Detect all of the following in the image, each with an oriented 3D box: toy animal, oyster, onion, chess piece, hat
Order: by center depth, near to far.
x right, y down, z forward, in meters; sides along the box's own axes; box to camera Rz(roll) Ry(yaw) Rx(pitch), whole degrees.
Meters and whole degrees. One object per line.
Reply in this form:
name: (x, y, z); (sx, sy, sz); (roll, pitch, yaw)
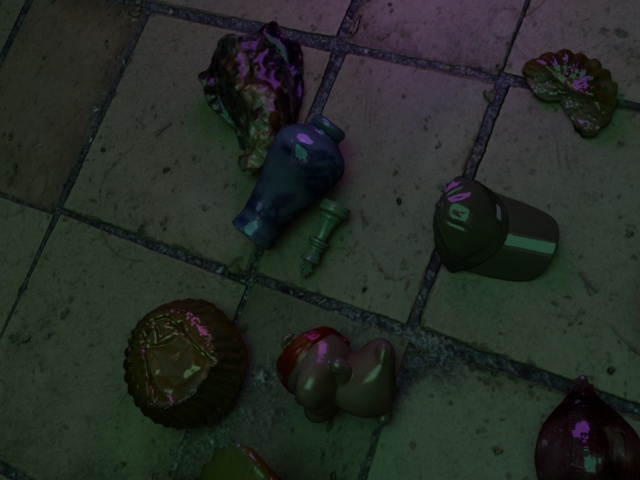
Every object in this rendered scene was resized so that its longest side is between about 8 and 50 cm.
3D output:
onion: (0.394, 0.296, 1.101); (0.159, 0.159, 0.195); (-3, 62, 16)
toy animal: (0.025, 0.220, 1.234); (0.197, 0.171, 0.171); (6, 76, 16)
hat: (0.292, -0.021, 1.245); (0.173, 0.144, 0.166); (9, 78, 43)
chess piece: (0.000, 0.000, 1.365); (0.059, 0.059, 0.149); (24, 90, 22)
oyster: (-0.127, -0.294, 1.461); (0.271, 0.100, 0.275); (42, 88, 20)

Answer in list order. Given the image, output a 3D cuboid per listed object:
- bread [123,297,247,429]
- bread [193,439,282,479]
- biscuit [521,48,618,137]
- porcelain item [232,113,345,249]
bread: (-0.251, 0.213, 1.329); (0.240, 0.139, 0.240); (-6, 69, 16)
bread: (-0.089, 0.491, 1.056); (0.361, 0.245, 0.233); (45, 96, 5)
biscuit: (0.443, -0.275, 1.303); (0.118, 0.061, 0.183); (-43, 66, 0)
porcelain item: (-0.054, -0.110, 1.373); (0.141, 0.141, 0.259); (40, 97, 23)
